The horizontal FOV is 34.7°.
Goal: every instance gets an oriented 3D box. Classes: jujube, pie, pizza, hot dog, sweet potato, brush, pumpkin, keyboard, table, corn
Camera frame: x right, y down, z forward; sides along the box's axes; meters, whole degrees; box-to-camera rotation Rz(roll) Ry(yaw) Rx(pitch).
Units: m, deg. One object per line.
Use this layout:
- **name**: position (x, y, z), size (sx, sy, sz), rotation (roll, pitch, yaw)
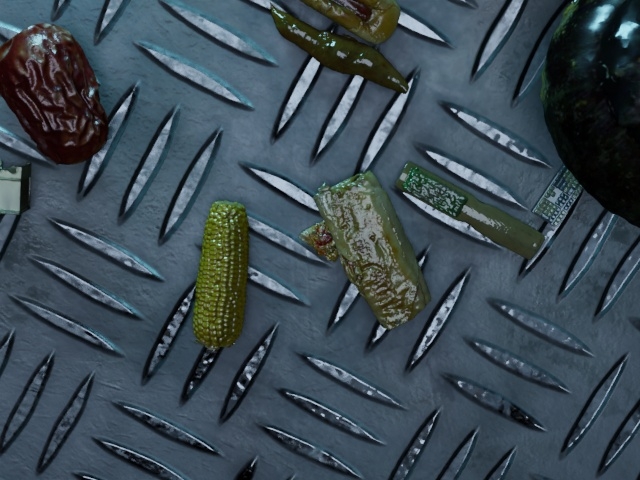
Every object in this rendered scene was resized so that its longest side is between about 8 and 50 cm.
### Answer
- **jujube**: position (-0.440, -0.240, 1.687), size (0.155, 0.155, 0.230), rotation (-24, 109, 4)
- **pie**: position (0.092, 0.012, 1.779), size (0.128, 0.068, 0.282), rotation (-27, 101, -1)
- **pizza**: position (0.000, 0.000, 1.798), size (0.078, 0.025, 0.083), rotation (-2, 102, -3)
- **hot dog**: position (0.020, -0.409, 1.692), size (0.242, 0.073, 0.084), rotation (30, 105, -6)
- **sweet potato**: position (0.027, -0.318, 1.716), size (0.274, 0.067, 0.067), rotation (27, 100, -4)
- **brush**: position (0.263, -0.050, 1.783), size (0.282, 0.048, 0.054), rotation (28, 100, -8)
- **pumpkin**: position (0.567, -0.235, 1.595), size (0.454, 0.344, 0.454), rotation (1, 87, -11)
- **keyboard**: position (0.440, -0.109, 1.788), size (0.055, 0.014, 0.176), rotation (32, 99, -4)
- **table**: position (-0.534, -0.091, 1.746), size (0.062, 0.079, 0.083), rotation (5, 100, -4)
- **corn**: position (-0.171, 0.062, 1.777), size (0.091, 0.091, 0.260), rotation (4, 100, -5)
